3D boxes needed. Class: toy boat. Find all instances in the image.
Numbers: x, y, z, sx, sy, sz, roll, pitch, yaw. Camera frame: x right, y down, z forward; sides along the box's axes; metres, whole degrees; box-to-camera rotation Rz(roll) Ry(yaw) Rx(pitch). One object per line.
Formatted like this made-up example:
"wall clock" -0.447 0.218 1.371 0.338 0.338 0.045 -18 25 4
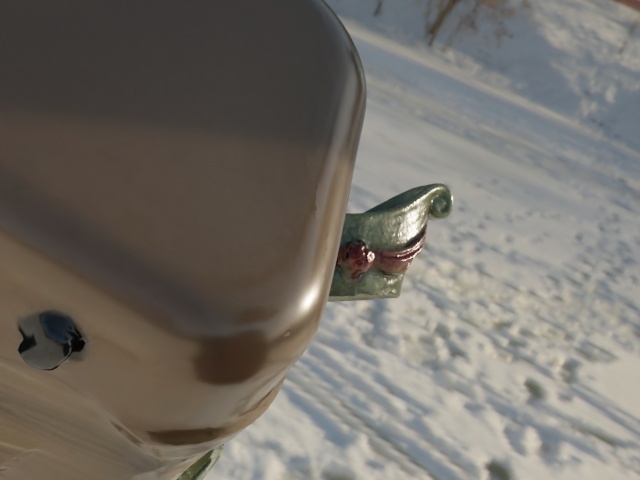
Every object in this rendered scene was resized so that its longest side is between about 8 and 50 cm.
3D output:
"toy boat" 0.001 0.001 0.694 0.185 0.071 0.089 -1 -7 -29

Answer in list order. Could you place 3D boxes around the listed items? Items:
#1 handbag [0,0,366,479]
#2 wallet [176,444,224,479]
"handbag" -0.127 -0.074 0.439 0.301 0.149 0.283 30 46 -9
"wallet" -0.135 0.093 0.604 0.155 0.110 0.039 41 5 11
